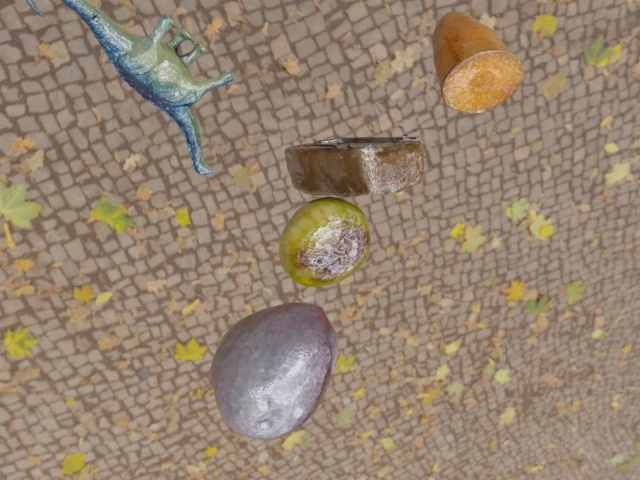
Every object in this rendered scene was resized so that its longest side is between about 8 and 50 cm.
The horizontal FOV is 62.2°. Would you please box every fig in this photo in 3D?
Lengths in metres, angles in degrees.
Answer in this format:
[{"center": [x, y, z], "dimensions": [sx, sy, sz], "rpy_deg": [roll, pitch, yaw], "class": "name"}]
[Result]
[{"center": [0.004, 0.005, 0.795], "dimensions": [0.153, 0.121, 0.136], "rpy_deg": [-34, 127, 21], "class": "fig"}]

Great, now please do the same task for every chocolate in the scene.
[{"center": [0.050, -0.121, 0.873], "dimensions": [0.148, 0.214, 0.093], "rpy_deg": [-15, 105, -39], "class": "chocolate"}]

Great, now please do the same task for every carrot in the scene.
[{"center": [0.302, -0.386, 1.094], "dimensions": [0.159, 0.225, 0.159], "rpy_deg": [-5, 143, -4], "class": "carrot"}]

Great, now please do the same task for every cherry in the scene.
[{"center": [-0.080, 0.212, 0.864], "dimensions": [0.183, 0.213, 0.266], "rpy_deg": [35, 100, -32], "class": "cherry"}]

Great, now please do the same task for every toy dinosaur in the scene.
[{"center": [-0.233, -0.250, 0.769], "dimensions": [0.147, 0.076, 0.363], "rpy_deg": [-40, 130, 4], "class": "toy dinosaur"}]
